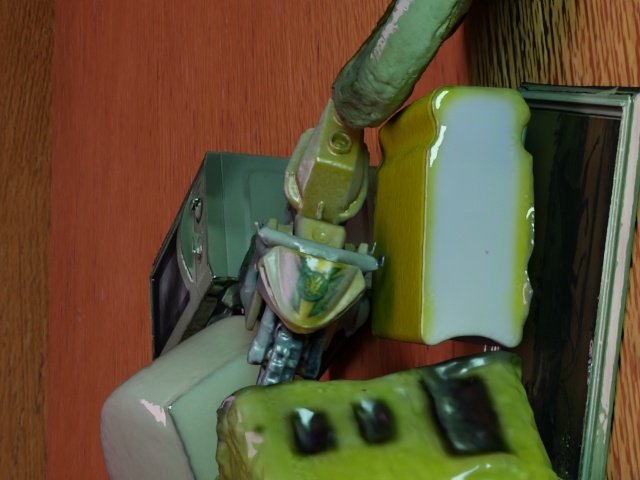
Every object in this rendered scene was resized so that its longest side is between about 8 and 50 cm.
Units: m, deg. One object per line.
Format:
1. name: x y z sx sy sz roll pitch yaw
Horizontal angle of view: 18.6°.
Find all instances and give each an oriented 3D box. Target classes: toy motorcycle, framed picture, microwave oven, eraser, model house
1. toy motorcycle: -0.001 0.000 1.316 0.129 0.094 0.229 109 176 -54
2. framed picture: 0.140 0.030 1.192 0.197 0.014 0.252 -160 76 -74
3. microwave oven: -0.045 0.035 1.569 0.205 0.163 0.129 121 151 -59
4. eraser: 0.081 -0.011 1.255 0.226 0.069 0.158 170 104 -83
5. model house: 0.053 0.205 1.104 0.234 0.193 0.174 -111 23 -43

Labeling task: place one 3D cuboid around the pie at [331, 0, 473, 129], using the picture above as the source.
1. pie: 0.083 -0.172 1.286 0.240 0.054 0.240 -57 2 2

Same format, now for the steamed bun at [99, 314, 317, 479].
1. steamed bun: -0.063 0.186 1.465 0.164 0.146 0.241 -8 110 60
